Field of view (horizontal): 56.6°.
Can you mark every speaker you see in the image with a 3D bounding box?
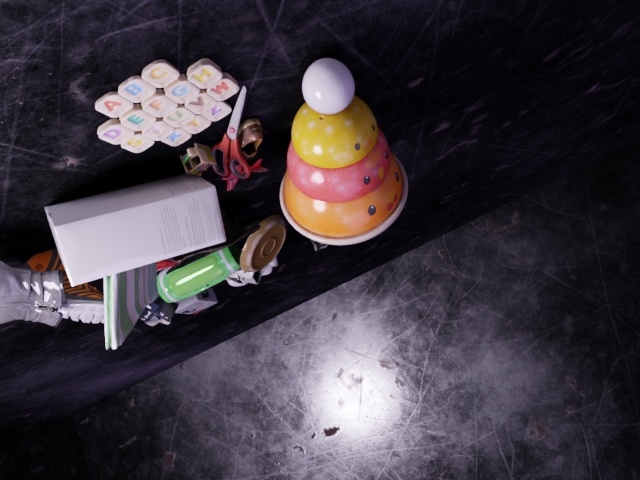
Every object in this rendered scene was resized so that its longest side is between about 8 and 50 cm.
[{"bbox_3d":[-0.429,0.109,2.097,0.297,0.131,0.131,-27,164,8],"label":"speaker"}]

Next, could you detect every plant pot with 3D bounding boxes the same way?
[{"bbox_3d":[-0.194,0.018,2.104,0.236,0.032,0.236,-45,155,-28],"label":"plant pot"}]

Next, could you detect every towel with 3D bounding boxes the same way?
[{"bbox_3d":[-0.500,0.112,1.594,0.038,0.247,0.325,6,-160,3],"label":"towel"}]

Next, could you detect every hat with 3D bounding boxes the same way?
[{"bbox_3d":[-0.340,-0.024,1.784,0.331,0.134,0.331,-24,-177,1],"label":"hat"}]

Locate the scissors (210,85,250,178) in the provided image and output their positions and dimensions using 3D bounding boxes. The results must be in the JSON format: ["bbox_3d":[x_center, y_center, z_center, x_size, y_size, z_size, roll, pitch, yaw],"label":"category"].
[{"bbox_3d":[-0.218,-0.252,1.401,0.297,0.109,0.021,95,19,-52],"label":"scissors"}]

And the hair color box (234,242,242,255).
[{"bbox_3d":[-0.352,0.072,2.192,0.141,0.072,0.043,-33,162,25],"label":"hair color box"}]

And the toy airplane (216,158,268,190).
[{"bbox_3d":[-0.215,-0.188,1.628,0.151,0.028,0.151,-23,166,-6],"label":"toy airplane"}]

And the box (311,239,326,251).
[{"bbox_3d":[0.000,0.000,2.497,0.052,0.062,0.083,-17,163,-21],"label":"box"}]

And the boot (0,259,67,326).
[{"bbox_3d":[-0.714,0.076,1.389,0.223,0.118,0.338,0,138,-21],"label":"boot"}]

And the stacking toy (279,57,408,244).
[{"bbox_3d":[0.033,-0.239,1.454,0.351,0.350,0.480,-23,148,-4],"label":"stacking toy"}]

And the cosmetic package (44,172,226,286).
[{"bbox_3d":[-0.438,-0.041,1.414,0.366,0.155,0.197,-18,-155,-22],"label":"cosmetic package"}]

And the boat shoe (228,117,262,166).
[{"bbox_3d":[-0.192,-0.228,1.473,0.064,0.060,0.178,-13,161,-35],"label":"boat shoe"}]

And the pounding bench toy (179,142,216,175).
[{"bbox_3d":[-0.307,-0.194,1.427,0.065,0.052,0.083,-31,163,24],"label":"pounding bench toy"}]

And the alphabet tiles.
[{"bbox_3d":[-0.312,-0.271,1.230,0.284,0.021,0.278,-28,164,14],"label":"alphabet tiles"}]

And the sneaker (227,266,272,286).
[{"bbox_3d":[-0.289,0.116,2.456,0.212,0.080,0.094,-23,154,-31],"label":"sneaker"}]

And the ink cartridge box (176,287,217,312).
[{"bbox_3d":[-0.536,0.252,2.501,0.127,0.072,0.175,-28,165,12],"label":"ink cartridge box"}]

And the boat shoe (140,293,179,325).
[{"bbox_3d":[-0.657,0.238,2.243,0.158,0.127,0.340,32,158,-22],"label":"boat shoe"}]

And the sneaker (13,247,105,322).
[{"bbox_3d":[-0.673,0.116,1.619,0.321,0.180,0.124,14,142,-31],"label":"sneaker"}]

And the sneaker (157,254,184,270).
[{"bbox_3d":[-0.516,0.059,1.883,0.128,0.087,0.221,-26,163,1],"label":"sneaker"}]

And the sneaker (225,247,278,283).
[{"bbox_3d":[-0.307,0.118,2.283,0.331,0.146,0.122,-30,165,23],"label":"sneaker"}]
